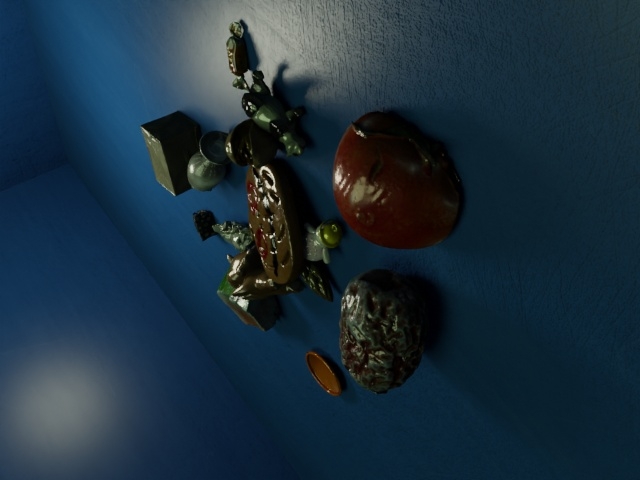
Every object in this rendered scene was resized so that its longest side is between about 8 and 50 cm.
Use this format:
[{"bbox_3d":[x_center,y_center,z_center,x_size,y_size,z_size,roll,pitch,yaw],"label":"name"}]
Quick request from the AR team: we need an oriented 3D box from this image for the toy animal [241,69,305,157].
[{"bbox_3d":[-0.112,-0.301,1.339,0.225,0.094,0.121,44,161,5],"label":"toy animal"}]

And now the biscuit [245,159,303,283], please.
[{"bbox_3d":[-0.152,-0.053,1.579,0.314,0.063,0.367,-7,96,62],"label":"biscuit"}]

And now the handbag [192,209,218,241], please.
[{"bbox_3d":[-0.477,-0.078,2.174,0.139,0.072,0.115,40,151,54],"label":"handbag"}]

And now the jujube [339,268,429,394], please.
[{"bbox_3d":[0.150,0.221,1.309,0.226,0.226,0.317,33,135,39],"label":"jujube"}]

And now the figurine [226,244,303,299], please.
[{"bbox_3d":[-0.202,0.101,1.810,0.247,0.177,0.173,-16,67,40],"label":"figurine"}]

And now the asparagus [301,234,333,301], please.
[{"bbox_3d":[-0.044,0.063,1.609,0.287,0.080,0.080,55,152,4],"label":"asparagus"}]

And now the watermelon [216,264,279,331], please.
[{"bbox_3d":[-0.273,0.226,2.047,0.264,0.151,0.302,9,125,54],"label":"watermelon"}]

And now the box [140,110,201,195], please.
[{"bbox_3d":[-0.503,-0.302,1.893,0.155,0.149,0.231,38,146,35],"label":"box"}]

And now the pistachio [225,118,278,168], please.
[{"bbox_3d":[-0.180,-0.253,1.412,0.206,0.129,0.131,-67,-24,-76],"label":"pistachio"}]

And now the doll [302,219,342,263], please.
[{"bbox_3d":[0.000,0.000,1.469,0.129,0.081,0.207,60,149,7],"label":"doll"}]

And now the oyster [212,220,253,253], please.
[{"bbox_3d":[-0.314,-0.024,1.934,0.199,0.087,0.252,40,155,12],"label":"oyster"}]

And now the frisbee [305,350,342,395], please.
[{"bbox_3d":[0.018,0.477,1.955,0.192,0.035,0.192,40,147,32],"label":"frisbee"}]

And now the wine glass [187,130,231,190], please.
[{"bbox_3d":[-0.358,-0.249,1.747,0.126,0.126,0.241,56,150,4],"label":"wine glass"}]

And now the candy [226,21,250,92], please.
[{"bbox_3d":[-0.215,-0.465,1.386,0.053,0.046,0.182,30,139,38],"label":"candy"}]

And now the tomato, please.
[{"bbox_3d":[0.119,-0.092,1.094,0.309,0.170,0.309,38,144,34],"label":"tomato"}]
